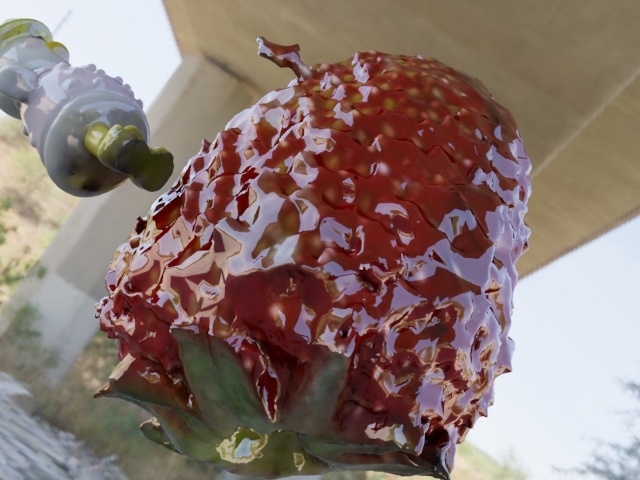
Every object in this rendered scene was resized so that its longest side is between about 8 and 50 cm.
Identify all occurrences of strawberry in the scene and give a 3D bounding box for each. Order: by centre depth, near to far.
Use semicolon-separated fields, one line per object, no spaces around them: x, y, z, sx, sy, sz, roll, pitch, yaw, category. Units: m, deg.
-0.002;-0.001;0.662;0.292;0.343;0.292;7;-26;3;strawberry

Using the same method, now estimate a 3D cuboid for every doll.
-0.179;-0.094;0.635;0.207;0.081;0.129;39;3;33;doll
